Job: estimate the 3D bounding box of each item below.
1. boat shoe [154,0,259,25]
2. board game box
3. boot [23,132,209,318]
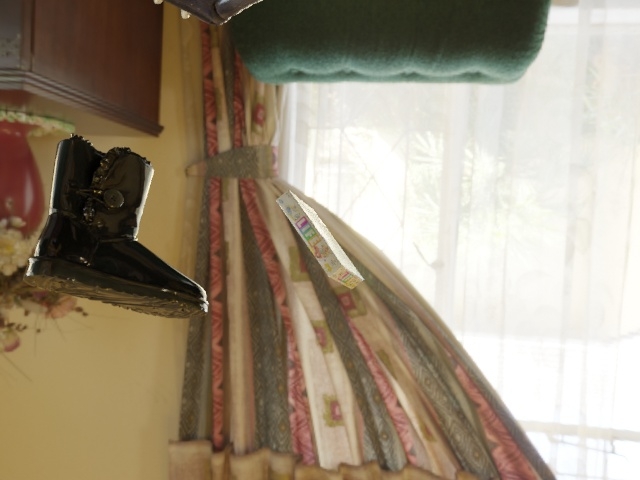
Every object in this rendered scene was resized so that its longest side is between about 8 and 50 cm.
[{"bbox_3d":[-0.167,-0.265,0.498,0.340,0.127,0.158,8,148,45],"label":"boat shoe"},{"bbox_3d":[0.000,0.000,0.825,0.026,0.154,0.103,-39,156,8],"label":"board game box"},{"bbox_3d":[-0.250,-0.015,0.726,0.246,0.207,0.094,21,152,-32],"label":"boot"}]
